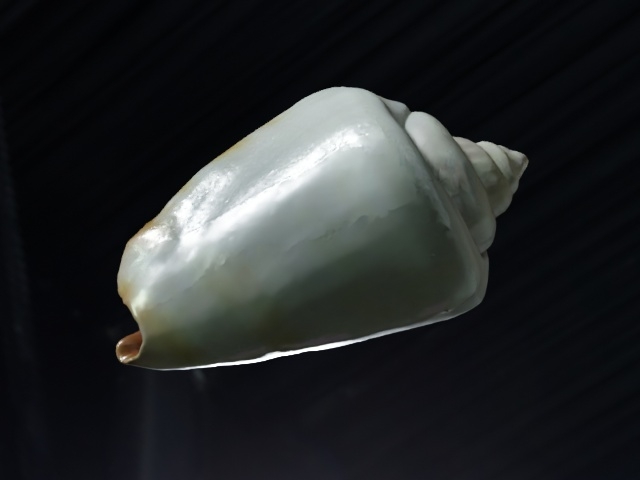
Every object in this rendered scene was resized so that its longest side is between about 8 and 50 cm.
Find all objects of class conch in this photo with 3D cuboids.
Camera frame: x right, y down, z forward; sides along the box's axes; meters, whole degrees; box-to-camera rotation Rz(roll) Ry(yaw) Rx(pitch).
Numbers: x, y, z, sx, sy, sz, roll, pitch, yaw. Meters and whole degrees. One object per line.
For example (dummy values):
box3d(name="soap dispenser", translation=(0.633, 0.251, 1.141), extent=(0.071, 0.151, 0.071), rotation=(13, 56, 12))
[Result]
box3d(name="conch", translation=(0.000, -0.002, 0.734), extent=(0.094, 0.176, 0.104), rotation=(-64, -51, -79))
